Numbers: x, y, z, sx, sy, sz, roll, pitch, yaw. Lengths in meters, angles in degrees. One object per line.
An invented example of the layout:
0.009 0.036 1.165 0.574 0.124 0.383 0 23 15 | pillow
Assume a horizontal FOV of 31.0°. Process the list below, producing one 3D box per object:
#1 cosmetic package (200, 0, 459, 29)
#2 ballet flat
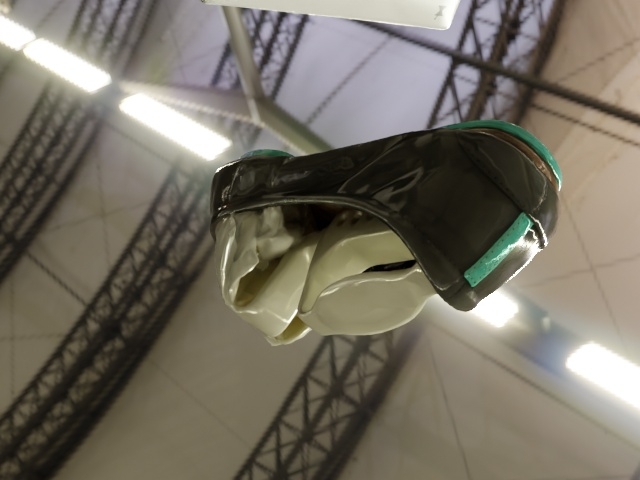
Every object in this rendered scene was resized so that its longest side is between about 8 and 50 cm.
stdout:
-0.023 -0.274 0.867 0.224 0.138 0.225 -2 -143 -37 | cosmetic package
0.000 0.000 0.583 0.096 0.095 0.280 -57 -158 -21 | ballet flat
